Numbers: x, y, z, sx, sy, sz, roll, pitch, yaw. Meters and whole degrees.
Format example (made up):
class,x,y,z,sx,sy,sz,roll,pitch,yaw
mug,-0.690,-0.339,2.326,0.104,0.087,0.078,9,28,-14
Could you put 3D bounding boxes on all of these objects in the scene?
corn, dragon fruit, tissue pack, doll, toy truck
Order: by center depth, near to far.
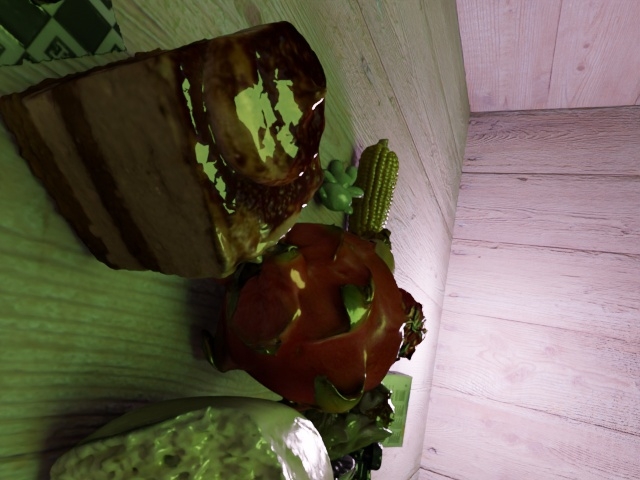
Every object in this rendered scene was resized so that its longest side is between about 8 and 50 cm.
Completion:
class,x,y,z,sx,sy,sz,roll,pitch,yaw
dragon fruit,-0.046,0.108,0.605,0.226,0.305,0.305,8,88,-50
doll,0.043,-0.125,0.950,0.115,0.077,0.150,30,52,-13
corn,0.141,-0.120,1.101,0.119,0.119,0.321,12,89,-64
toy truck,0.092,0.652,1.160,0.165,0.147,0.224,88,11,-78
dragon fruit,0.206,0.229,1.247,0.293,0.234,0.234,-102,173,-47
tissue pack,0.191,0.544,1.346,0.159,0.145,0.229,15,80,-31

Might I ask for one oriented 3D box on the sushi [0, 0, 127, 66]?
class,x,y,z,sx,sy,sz,roll,pitch,yaw
sushi,-0.266,-0.259,0.320,0.231,0.047,0.219,-47,136,-51

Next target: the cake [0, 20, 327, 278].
class,x,y,z,sx,sy,sz,roll,pitch,yaw
cake,-0.111,-0.090,0.398,0.196,0.293,0.198,-50,134,-48

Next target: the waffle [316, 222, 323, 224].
class,x,y,z,sx,sy,sz,roll,pitch,yaw
waffle,0.000,-0.002,0.950,0.085,0.016,0.078,42,54,-60

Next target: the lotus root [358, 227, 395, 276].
class,x,y,z,sx,sy,sz,roll,pitch,yaw
lotus root,0.080,0.089,0.945,0.342,0.169,0.151,-48,137,-42

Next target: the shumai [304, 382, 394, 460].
class,x,y,z,sx,sy,sz,roll,pitch,yaw
shumai,0.085,0.420,0.999,0.189,0.218,0.256,54,47,-42

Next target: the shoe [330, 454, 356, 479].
class,x,y,z,sx,sy,sz,roll,pitch,yaw
shoe,-0.030,0.619,0.918,0.336,0.132,0.171,0,105,-67

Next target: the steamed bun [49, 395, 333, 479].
class,x,y,z,sx,sy,sz,roll,pitch,yaw
steamed bun,-0.130,0.283,0.461,0.273,0.290,0.272,-59,143,-73
